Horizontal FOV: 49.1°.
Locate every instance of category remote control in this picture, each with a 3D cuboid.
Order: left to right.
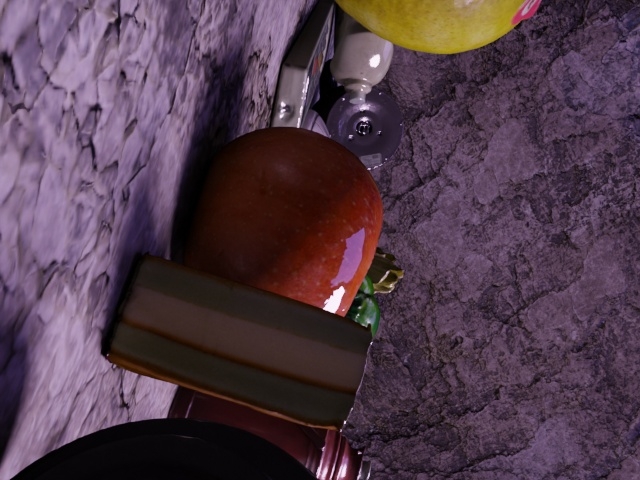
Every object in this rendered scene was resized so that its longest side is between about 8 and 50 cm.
[{"bbox_3d":[-0.016,-0.245,0.990,0.285,0.038,0.123,-73,177,-54],"label":"remote control"}]

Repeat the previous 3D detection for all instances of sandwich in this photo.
[{"bbox_3d":[-0.054,0.076,0.500,0.113,0.163,0.079,105,1,-76],"label":"sandwich"}]

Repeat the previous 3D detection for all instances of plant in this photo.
[{"bbox_3d":[0.027,0.013,1.484,0.261,0.305,0.297,-15,95,-56],"label":"plant"}]

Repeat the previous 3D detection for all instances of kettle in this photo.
[{"bbox_3d":[0.041,-0.239,1.315,0.232,0.144,0.202,-142,-141,-69],"label":"kettle"}]

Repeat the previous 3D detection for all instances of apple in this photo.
[{"bbox_3d":[-0.037,-0.001,0.619,0.201,0.162,0.201,-63,-179,2],"label":"apple"}]

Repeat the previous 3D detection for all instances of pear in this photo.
[{"bbox_3d":[0.122,-0.362,0.766,0.375,0.287,0.287,-7,115,-67],"label":"pear"}]

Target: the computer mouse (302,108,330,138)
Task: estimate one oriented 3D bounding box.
[{"bbox_3d":[-0.023,-0.064,1.170,0.184,0.121,0.297,-69,176,-60],"label":"computer mouse"}]

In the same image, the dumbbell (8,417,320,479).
[{"bbox_3d":[-0.083,0.209,0.337,0.192,0.192,0.290,-73,176,-50],"label":"dumbbell"}]

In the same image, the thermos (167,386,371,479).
[{"bbox_3d":[-0.056,0.235,0.794,0.099,0.232,0.124,105,2,-55],"label":"thermos"}]

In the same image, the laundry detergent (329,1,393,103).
[{"bbox_3d":[0.064,-0.339,1.106,0.181,0.091,0.253,153,-58,-76],"label":"laundry detergent"}]

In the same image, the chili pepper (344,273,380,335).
[{"bbox_3d":[-0.015,0.171,1.192,0.385,0.167,0.213,124,-23,-57],"label":"chili pepper"}]
